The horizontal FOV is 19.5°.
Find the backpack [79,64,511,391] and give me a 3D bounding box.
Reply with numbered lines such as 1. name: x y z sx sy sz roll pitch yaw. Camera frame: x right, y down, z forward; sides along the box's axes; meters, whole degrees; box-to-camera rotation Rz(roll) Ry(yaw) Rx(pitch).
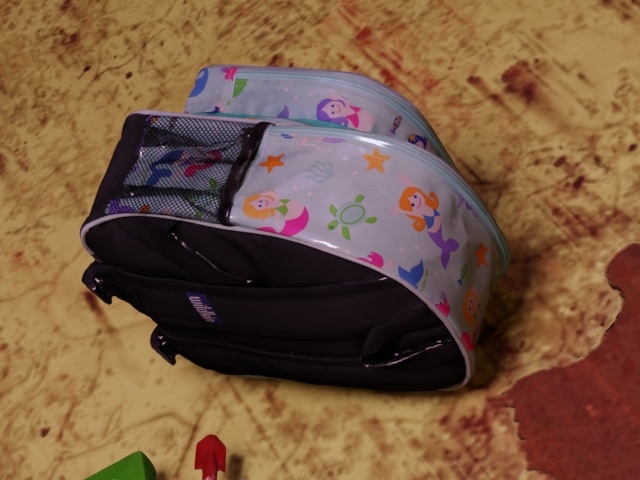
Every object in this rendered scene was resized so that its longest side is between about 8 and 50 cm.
1. backpack: 0.000 0.000 1.256 0.253 0.225 0.191 10 63 35

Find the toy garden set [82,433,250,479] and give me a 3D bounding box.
1. toy garden set: -0.096 0.240 1.229 0.203 0.049 0.244 -29 41 10
